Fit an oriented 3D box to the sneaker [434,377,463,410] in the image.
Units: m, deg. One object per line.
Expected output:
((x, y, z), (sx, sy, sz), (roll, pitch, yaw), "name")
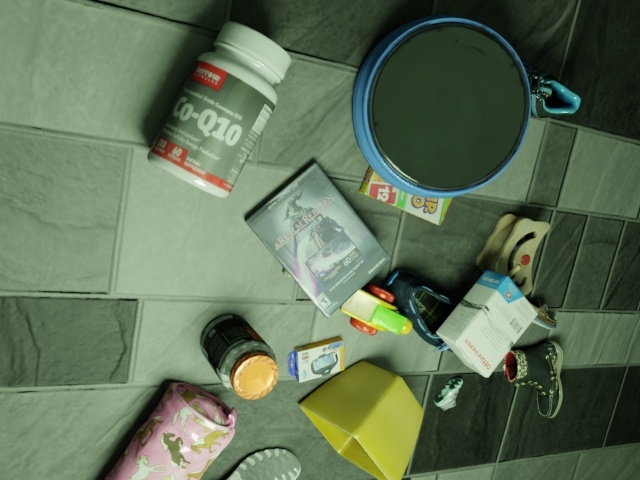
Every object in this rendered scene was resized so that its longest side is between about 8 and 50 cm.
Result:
((0.362, 0.426, 1.604), (0.098, 0.038, 0.069), (-42, 121, 0), "sneaker")

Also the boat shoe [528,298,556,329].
((0.607, 0.201, 1.645), (0.183, 0.066, 0.066), (21, 93, -31), "boat shoe")

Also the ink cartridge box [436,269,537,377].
((0.394, 0.196, 1.386), (0.203, 0.086, 0.148), (-48, 116, -10), "ink cartridge box")

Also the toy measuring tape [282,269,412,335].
((0.063, 0.130, 1.343), (0.330, 0.121, 0.121), (27, 91, -8), "toy measuring tape")

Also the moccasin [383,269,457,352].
((0.287, 0.203, 1.450), (0.342, 0.117, 0.137), (33, 88, -31), "moccasin")

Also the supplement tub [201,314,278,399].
((-0.163, 0.236, 1.184), (0.117, 0.190, 0.116), (-8, 108, -25), "supplement tub")

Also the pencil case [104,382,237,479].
((-0.329, 0.481, 1.190), (0.167, 0.160, 0.386), (34, 87, -39), "pencil case")

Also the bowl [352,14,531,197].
((0.264, -0.281, 1.249), (0.392, 0.077, 0.390), (-2, 101, -8), "bowl")

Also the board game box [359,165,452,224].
((0.220, -0.126, 1.369), (0.260, 0.039, 0.124), (19, 96, -33), "board game box")

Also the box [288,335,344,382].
((-0.009, 0.280, 1.372), (0.136, 0.028, 0.081), (-11, 110, -26), "box")

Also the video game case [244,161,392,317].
((0.000, 0.000, 1.250), (0.196, 0.026, 0.274), (-41, 102, -11), "video game case")

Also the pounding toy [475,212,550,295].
((0.511, 0.066, 1.503), (0.154, 0.155, 0.269), (30, 90, -26), "pounding toy")

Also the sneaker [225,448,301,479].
((-0.176, 0.582, 1.354), (0.281, 0.105, 0.115), (-23, 148, -24), "sneaker")

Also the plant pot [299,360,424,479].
((0.117, 0.414, 1.386), (0.187, 0.212, 0.212), (-46, 121, -24), "plant pot")

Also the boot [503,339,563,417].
((0.613, 0.412, 1.702), (0.179, 0.085, 0.236), (-3, 100, -24), "boot")

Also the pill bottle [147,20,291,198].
((-0.177, -0.234, 1.055), (0.161, 0.161, 0.283), (27, 92, -31), "pill bottle")

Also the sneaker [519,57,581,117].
((0.459, -0.375, 1.356), (0.341, 0.140, 0.125), (12, 102, -28), "sneaker")
